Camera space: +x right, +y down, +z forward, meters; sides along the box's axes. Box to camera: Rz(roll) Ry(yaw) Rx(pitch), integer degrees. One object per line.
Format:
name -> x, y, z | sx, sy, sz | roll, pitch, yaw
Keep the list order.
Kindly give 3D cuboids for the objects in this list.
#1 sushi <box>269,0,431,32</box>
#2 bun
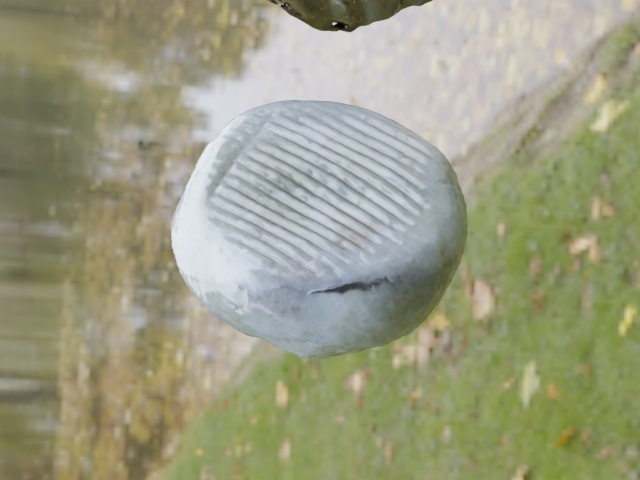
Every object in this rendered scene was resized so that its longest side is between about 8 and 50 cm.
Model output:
sushi -> -0.019, -0.330, 1.235 | 0.294, 0.299, 0.281 | 38, 113, 54
bun -> 0.000, 0.000, 0.750 | 0.083, 0.140, 0.141 | 94, 170, -48
